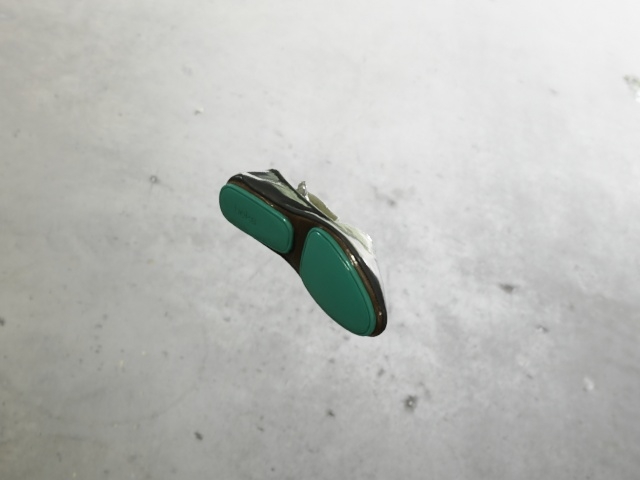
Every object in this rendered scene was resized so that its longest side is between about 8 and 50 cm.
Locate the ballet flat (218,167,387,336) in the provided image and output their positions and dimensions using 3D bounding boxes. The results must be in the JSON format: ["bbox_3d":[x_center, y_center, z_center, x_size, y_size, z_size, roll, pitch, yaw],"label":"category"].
[{"bbox_3d":[0.000,0.000,0.720,0.074,0.074,0.203,-18,45,-40],"label":"ballet flat"}]
